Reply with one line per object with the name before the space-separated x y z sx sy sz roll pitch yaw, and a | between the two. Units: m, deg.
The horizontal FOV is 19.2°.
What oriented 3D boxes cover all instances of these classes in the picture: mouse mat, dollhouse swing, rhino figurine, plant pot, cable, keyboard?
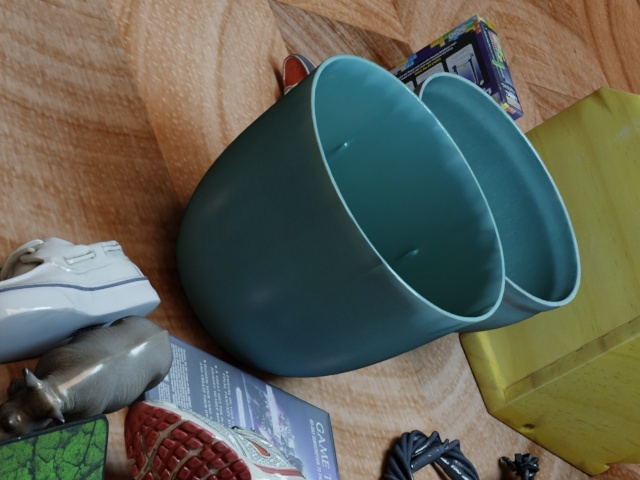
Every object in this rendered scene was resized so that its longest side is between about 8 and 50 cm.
mouse mat | -0.222 0.218 1.442 0.189 0.007 0.153 -9 108 -59
dollhouse swing | 0.368 0.046 2.298 0.315 0.347 0.305 33 36 -39
rhino figurine | -0.205 0.121 1.555 0.073 0.106 0.243 59 28 3
plant pot | 0.000 0.000 1.869 0.293 0.235 0.293 39 34 -33
cable | 0.134 0.266 2.020 0.184 0.047 0.150 28 40 -43
plant pot | 0.128 -0.015 2.131 0.293 0.196 0.293 38 35 -33
keyboard | 0.295 0.295 2.111 0.201 0.033 0.317 32 -1 4

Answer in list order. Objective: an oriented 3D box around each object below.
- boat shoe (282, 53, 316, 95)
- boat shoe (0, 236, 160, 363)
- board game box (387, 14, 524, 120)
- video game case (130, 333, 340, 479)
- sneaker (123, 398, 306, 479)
boat shoe | -0.021 -0.158 2.197 0.043 0.049 0.137 13 56 -51
boat shoe | -0.231 0.039 1.611 0.088 0.096 0.267 59 26 11
board game box | 0.158 -0.179 2.370 0.048 0.170 0.141 23 44 -49
video game case | -0.073 0.205 1.773 0.274 0.026 0.196 31 38 -42
sneaker | -0.088 0.203 1.656 0.225 0.088 0.093 40 16 -34
